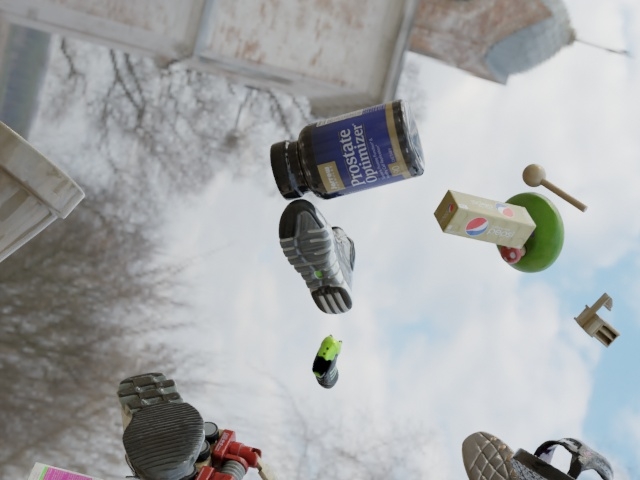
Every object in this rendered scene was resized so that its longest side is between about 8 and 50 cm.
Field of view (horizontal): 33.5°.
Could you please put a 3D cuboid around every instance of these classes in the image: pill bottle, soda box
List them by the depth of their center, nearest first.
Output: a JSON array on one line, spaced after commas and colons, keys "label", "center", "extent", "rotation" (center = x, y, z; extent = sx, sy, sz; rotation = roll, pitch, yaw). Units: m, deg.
[{"label": "pill bottle", "center": [0.041, -0.131, 1.627], "extent": [0.123, 0.219, 0.122], "rotation": [-15, 90, -76]}, {"label": "soda box", "center": [0.305, -0.038, 1.971], "extent": [0.061, 0.181, 0.058], "rotation": [-61, -149, 31]}]

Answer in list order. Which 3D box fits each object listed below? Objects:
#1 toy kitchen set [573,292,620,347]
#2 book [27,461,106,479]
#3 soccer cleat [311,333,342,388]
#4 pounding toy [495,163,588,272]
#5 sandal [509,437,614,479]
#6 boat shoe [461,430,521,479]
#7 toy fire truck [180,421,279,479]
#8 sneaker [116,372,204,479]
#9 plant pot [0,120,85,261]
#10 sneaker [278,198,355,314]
[{"label": "toy kitchen set", "center": [0.467, 0.134, 1.724], "extent": [0.068, 0.075, 0.083], "rotation": [-49, -173, 9]}, {"label": "book", "center": [-0.404, 0.412, 1.715], "extent": [0.096, 0.144, 0.035], "rotation": [-79, -174, -58]}, {"label": "soccer cleat", "center": [0.006, 0.270, 2.259], "extent": [0.072, 0.060, 0.179], "rotation": [-52, 161, -35]}, {"label": "pounding toy", "center": [0.444, -0.034, 2.338], "extent": [0.183, 0.110, 0.236], "rotation": [49, -52, 31]}, {"label": "sandal", "center": [0.415, 0.392, 1.777], "extent": [0.107, 0.168, 0.446], "rotation": [-54, 159, -5]}, {"label": "boat shoe", "center": [0.376, 0.540, 2.155], "extent": [0.116, 0.123, 0.324], "rotation": [99, -29, -51]}, {"label": "toy fire truck", "center": [-0.204, 0.572, 2.537], "extent": [0.217, 0.246, 0.158], "rotation": [-61, 156, -54]}, {"label": "sneaker", "center": [-0.239, 0.320, 1.618], "extent": [0.330, 0.123, 0.146], "rotation": [-138, -139, -73]}, {"label": "plant pot", "center": [-0.634, -0.071, 1.902], "extent": [0.280, 0.323, 0.323], "rotation": [-55, -167, -10]}, {"label": "sneaker", "center": [0.000, 0.000, 1.727], "extent": [0.132, 0.086, 0.228], "rotation": [-74, 151, -49]}]
